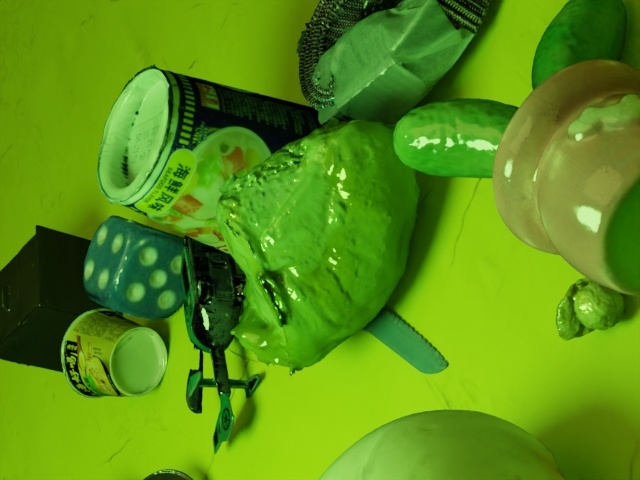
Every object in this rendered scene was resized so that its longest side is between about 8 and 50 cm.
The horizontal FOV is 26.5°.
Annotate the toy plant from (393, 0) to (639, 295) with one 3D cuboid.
[{"bbox_3d":[0.284,-0.108,1.427,0.317,0.210,0.356,-36,32,-6],"label":"toy plant"}]

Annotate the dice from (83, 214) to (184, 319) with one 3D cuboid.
[{"bbox_3d":[-0.298,0.043,2.223,0.146,0.143,0.146,23,95,56],"label":"dice"}]

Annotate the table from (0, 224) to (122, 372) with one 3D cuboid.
[{"bbox_3d":[-0.478,0.109,2.425,0.193,0.172,0.169,-41,45,38],"label":"table"}]

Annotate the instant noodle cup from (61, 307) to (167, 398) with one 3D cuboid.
[{"bbox_3d":[-0.328,0.190,2.215,0.122,0.151,0.151,6,80,44],"label":"instant noodle cup"}]

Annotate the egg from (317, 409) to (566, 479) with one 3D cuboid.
[{"bbox_3d":[0.105,0.335,1.391,0.345,0.283,0.283,-54,37,38],"label":"egg"}]

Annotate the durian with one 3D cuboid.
[{"bbox_3d":[0.000,0.000,1.731,0.340,0.256,0.204,-36,34,2],"label":"durian"}]

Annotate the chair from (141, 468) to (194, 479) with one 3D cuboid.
[{"bbox_3d":[-0.308,0.480,1.932,0.175,0.326,0.183,47,137,28],"label":"chair"}]

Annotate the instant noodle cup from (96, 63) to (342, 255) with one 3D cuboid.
[{"bbox_3d":[-0.131,-0.104,1.897,0.284,0.312,0.284,-29,52,46],"label":"instant noodle cup"}]

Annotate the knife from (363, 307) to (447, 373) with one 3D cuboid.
[{"bbox_3d":[0.075,0.107,1.779,0.313,0.019,0.044,35,102,53],"label":"knife"}]

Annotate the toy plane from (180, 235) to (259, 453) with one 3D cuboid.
[{"bbox_3d":[-0.159,0.124,2.027,0.155,0.106,0.381,119,147,-46],"label":"toy plane"}]

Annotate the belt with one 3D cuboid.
[{"bbox_3d":[0.099,-0.293,1.832,0.325,0.122,0.260,-34,42,39],"label":"belt"}]

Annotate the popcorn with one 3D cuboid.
[{"bbox_3d":[0.283,0.071,1.440,0.083,0.059,0.068,-32,3,2],"label":"popcorn"}]
